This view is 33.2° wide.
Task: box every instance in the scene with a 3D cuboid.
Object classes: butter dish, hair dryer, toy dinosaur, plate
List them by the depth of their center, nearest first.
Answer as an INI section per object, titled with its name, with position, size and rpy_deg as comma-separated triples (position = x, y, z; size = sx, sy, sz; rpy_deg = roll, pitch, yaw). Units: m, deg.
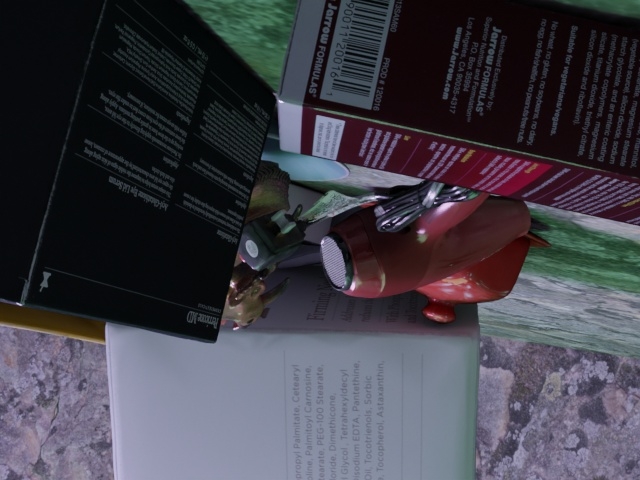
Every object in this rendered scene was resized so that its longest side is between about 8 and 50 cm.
[hair dryer]
position = 0.093, -0.009, 0.849
size = 0.224, 0.080, 0.293
rpy_deg = -17, 173, 27
[plate]
position = -0.065, -0.084, 0.902
size = 0.188, 0.024, 0.188
rpy_deg = 11, 174, 1
[toy dinosaur]
position = -0.081, -0.017, 0.924
size = 0.200, 0.127, 0.296
rpy_deg = 3, 161, -25
[butter dish]
position = 0.130, 0.025, 1.088
size = 0.160, 0.118, 0.160
rpy_deg = 6, 172, 35

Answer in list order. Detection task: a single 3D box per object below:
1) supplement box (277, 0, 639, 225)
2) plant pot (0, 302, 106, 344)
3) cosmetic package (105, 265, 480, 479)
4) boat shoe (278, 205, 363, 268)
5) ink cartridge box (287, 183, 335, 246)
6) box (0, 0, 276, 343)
[supplement box]
position = 0.102, -0.064, 0.541
size = 0.240, 0.073, 0.130
rpy_deg = 13, 175, -1
[plant pot]
position = -0.348, -0.009, 1.372
size = 0.212, 0.212, 0.187
rpy_deg = 18, -176, -44
[cosmetic package]
position = -0.013, 0.199, 1.278
size = 0.394, 0.327, 0.329
rpy_deg = 1, -164, 6
[boat shoe]
position = 0.000, 0.000, 1.257
size = 0.226, 0.083, 0.076
rpy_deg = 5, 170, 43
[ink cartridge box]
position = -0.159, -0.060, 1.128
size = 0.333, 0.065, 0.165
rpy_deg = 18, 172, -39
[box]
position = -0.129, -0.044, 0.647
size = 0.103, 0.184, 0.261
rpy_deg = 9, 173, 16
